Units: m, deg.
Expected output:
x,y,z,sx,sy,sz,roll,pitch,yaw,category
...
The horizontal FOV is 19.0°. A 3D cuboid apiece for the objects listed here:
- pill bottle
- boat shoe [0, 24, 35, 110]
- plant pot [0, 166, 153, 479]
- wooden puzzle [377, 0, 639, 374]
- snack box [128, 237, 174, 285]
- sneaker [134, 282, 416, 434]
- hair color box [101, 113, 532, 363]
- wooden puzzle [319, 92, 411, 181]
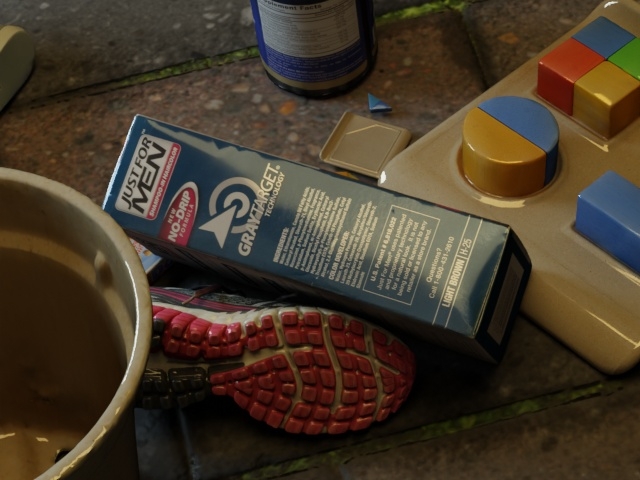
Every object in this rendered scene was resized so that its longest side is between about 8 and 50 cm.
x,y,z,sx,sy,sz,roll,pitch,yaw,category
-0.011,-0.254,1.877,0.122,0.219,0.123,-4,51,5,pill bottle
-0.381,-0.139,1.932,0.081,0.079,0.227,14,49,29,boat shoe
-0.272,0.164,1.523,0.333,0.305,0.334,-4,52,5,plant pot
0.277,-0.077,1.790,0.348,0.080,0.322,-39,57,-22,wooden puzzle
-0.155,-0.008,1.826,0.064,0.022,0.178,33,62,26,snack box
-0.062,0.087,1.686,0.299,0.121,0.112,9,24,5,sneaker
0.000,0.000,1.677,0.347,0.174,0.105,17,83,15,hair color box
0.044,-0.091,1.874,0.078,0.014,0.116,26,59,20,wooden puzzle
